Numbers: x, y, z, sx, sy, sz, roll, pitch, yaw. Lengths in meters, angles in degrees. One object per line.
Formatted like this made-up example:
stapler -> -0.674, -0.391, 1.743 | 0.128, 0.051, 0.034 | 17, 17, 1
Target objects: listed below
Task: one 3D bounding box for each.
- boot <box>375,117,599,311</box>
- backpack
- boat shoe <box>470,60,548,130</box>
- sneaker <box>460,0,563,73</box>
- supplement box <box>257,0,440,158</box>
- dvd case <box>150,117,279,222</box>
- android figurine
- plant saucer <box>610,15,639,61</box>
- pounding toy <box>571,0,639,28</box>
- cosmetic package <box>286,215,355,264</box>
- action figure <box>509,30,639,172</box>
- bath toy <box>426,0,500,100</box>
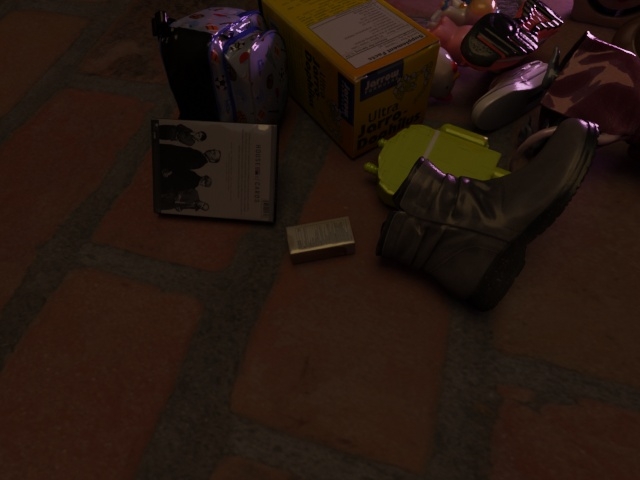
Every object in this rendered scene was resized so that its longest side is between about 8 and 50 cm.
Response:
boot -> 0.244, -0.078, 0.634 | 0.223, 0.118, 0.338 | 32, 91, 12
backpack -> -0.176, -0.337, 0.822 | 0.213, 0.276, 0.263 | 11, 47, 4
boat shoe -> 0.400, -0.311, 0.862 | 0.258, 0.095, 0.084 | -26, 56, -23
sneaker -> 0.390, -0.398, 0.865 | 0.314, 0.136, 0.116 | -33, 76, -30
supplement box -> 0.045, -0.382, 0.860 | 0.194, 0.195, 0.356 | -30, 61, -14
dvd case -> -0.198, -0.130, 0.763 | 0.239, 0.029, 0.179 | 5, 102, 7
android figurine -> 0.217, -0.115, 0.755 | 0.273, 0.056, 0.248 | 23, 71, 15
plant saucer -> 0.739, -0.413, 0.881 | 0.199, 0.036, 0.198 | -1, 79, 6
pounding toy -> 0.721, -0.559, 0.939 | 0.270, 0.154, 0.154 | 24, 64, 18
cosmetic package -> 0.000, 0.000, 0.725 | 0.115, 0.041, 0.060 | -9, 59, -1
action figure -> 0.561, -0.213, 0.691 | 0.370, 0.248, 0.275 | 23, 64, 20
bath toy -> 0.307, -0.450, 0.930 | 0.129, 0.151, 0.348 | 43, 61, -22
